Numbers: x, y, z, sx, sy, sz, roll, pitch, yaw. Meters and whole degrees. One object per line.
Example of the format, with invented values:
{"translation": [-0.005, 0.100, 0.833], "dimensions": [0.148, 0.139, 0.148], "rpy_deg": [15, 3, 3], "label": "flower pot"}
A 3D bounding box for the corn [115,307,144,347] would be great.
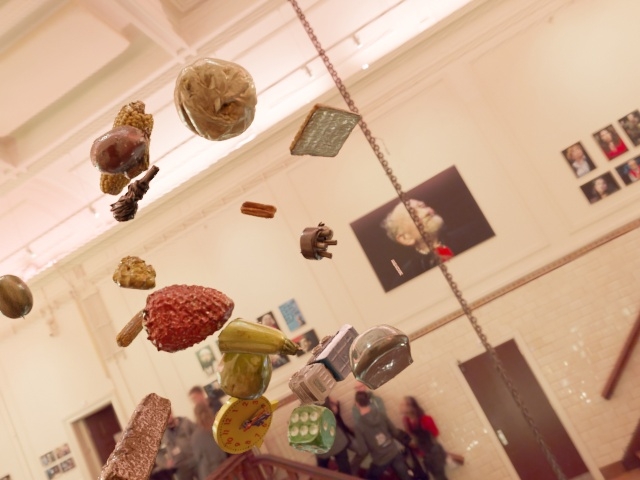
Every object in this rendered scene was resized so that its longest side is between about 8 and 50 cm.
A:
{"translation": [-0.772, 0.360, 2.020], "dimensions": [0.068, 0.068, 0.207], "rpy_deg": [-36, 17, 38], "label": "corn"}

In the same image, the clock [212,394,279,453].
{"translation": [-0.323, 0.795, 2.116], "dimensions": [0.293, 0.278, 0.071], "rpy_deg": [16, 3, -38], "label": "clock"}

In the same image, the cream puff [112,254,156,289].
{"translation": [-0.613, 0.106, 1.624], "dimensions": [0.146, 0.117, 0.146], "rpy_deg": [3, -14, 1], "label": "cream puff"}

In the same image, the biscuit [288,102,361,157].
{"translation": [0.014, -0.333, 1.497], "dimensions": [0.254, 0.029, 0.172], "rpy_deg": [-10, -39, -55], "label": "biscuit"}

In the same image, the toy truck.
{"translation": [0.040, 0.486, 1.943], "dimensions": [0.367, 0.146, 0.175], "rpy_deg": [-44, 5, -40], "label": "toy truck"}

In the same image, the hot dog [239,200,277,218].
{"translation": [-0.273, -0.132, 2.116], "dimensions": [0.164, 0.071, 0.045], "rpy_deg": [9, -38, 11], "label": "hot dog"}

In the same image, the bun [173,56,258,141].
{"translation": [-0.440, -0.576, 2.053], "dimensions": [0.364, 0.365, 0.219], "rpy_deg": [-29, 34, 9], "label": "bun"}

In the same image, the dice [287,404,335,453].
{"translation": [-0.030, 0.619, 1.602], "dimensions": [0.128, 0.131, 0.120], "rpy_deg": [-10, -37, 25], "label": "dice"}

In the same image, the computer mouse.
{"translation": [0.174, 0.338, 1.443], "dimensions": [0.188, 0.122, 0.371], "rpy_deg": [-33, -33, -3], "label": "computer mouse"}

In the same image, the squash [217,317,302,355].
{"translation": [-0.204, 0.337, 1.708], "dimensions": [0.287, 0.138, 0.137], "rpy_deg": [0, -4, 13], "label": "squash"}

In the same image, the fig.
{"translation": [-0.316, 0.492, 1.980], "dimensions": [0.232, 0.315, 0.233], "rpy_deg": [-10, 10, 2], "label": "fig"}

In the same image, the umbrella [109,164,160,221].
{"translation": [-0.796, -0.204, 2.110], "dimensions": [0.340, 0.118, 0.118], "rpy_deg": [-42, -15, 25], "label": "umbrella"}

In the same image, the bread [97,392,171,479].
{"translation": [-0.494, 0.566, 1.286], "dimensions": [0.165, 0.113, 0.416], "rpy_deg": [-61, 11, 3], "label": "bread"}

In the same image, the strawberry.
{"translation": [-0.515, 0.302, 1.918], "dimensions": [0.342, 0.293, 0.292], "rpy_deg": [-8, -11, -2], "label": "strawberry"}

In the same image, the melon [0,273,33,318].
{"translation": [-1.035, 0.194, 1.643], "dimensions": [0.114, 0.168, 0.114], "rpy_deg": [-16, 19, 6], "label": "melon"}

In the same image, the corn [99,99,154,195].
{"translation": [-0.687, -0.324, 1.721], "dimensions": [0.130, 0.130, 0.347], "rpy_deg": [-4, -61, -67], "label": "corn"}

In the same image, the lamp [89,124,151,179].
{"translation": [-0.531, -0.231, 1.308], "dimensions": [0.157, 0.135, 0.156], "rpy_deg": [-11, 29, 28], "label": "lamp"}

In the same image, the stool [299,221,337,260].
{"translation": [0.000, 0.000, 1.839], "dimensions": [0.121, 0.125, 0.217], "rpy_deg": [-1, 23, 26], "label": "stool"}

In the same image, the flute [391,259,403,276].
{"translation": [0.323, 0.114, 2.052], "dimensions": [0.014, 0.014, 0.269], "rpy_deg": [-29, 9, 5], "label": "flute"}
